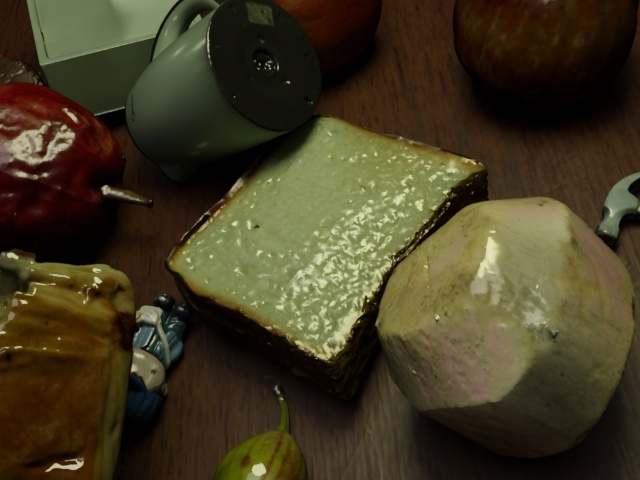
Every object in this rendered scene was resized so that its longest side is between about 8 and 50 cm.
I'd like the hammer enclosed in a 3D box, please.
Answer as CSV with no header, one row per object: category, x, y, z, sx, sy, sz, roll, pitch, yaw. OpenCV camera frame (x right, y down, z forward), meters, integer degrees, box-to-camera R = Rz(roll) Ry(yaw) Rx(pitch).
hammer,0.421,-0.011,0.788,0.246,0.029,0.103,17,63,24

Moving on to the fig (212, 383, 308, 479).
fig,-0.048,0.201,0.735,0.093,0.093,0.166,4,56,19

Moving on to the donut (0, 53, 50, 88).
donut,-0.511,-0.159,1.116,0.269,0.103,0.270,-9,52,11

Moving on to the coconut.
coconut,0.177,0.076,0.679,0.197,0.237,0.237,-19,37,58

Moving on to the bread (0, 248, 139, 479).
bread,-0.340,0.190,0.674,0.314,0.191,0.370,7,79,-24

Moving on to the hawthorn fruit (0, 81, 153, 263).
hawthorn fruit,-0.333,-0.075,0.950,0.265,0.210,0.230,11,65,0

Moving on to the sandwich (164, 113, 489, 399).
sandwich,0.000,0.000,0.856,0.271,0.099,0.301,23,63,35

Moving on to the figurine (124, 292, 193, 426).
figurine,-0.197,0.130,0.837,0.086,0.087,0.149,30,47,-10

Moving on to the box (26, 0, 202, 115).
box,-0.298,-0.304,1.123,0.224,0.117,0.225,-17,53,-11

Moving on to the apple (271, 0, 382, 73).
apple,-0.036,-0.336,1.028,0.229,0.230,0.230,-8,54,11

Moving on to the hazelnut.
hazelnut,0.258,-0.269,0.906,0.218,0.218,0.234,-36,56,-10

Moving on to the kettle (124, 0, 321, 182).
kettle,-0.139,-0.205,0.947,0.236,0.161,0.221,-18,80,48
